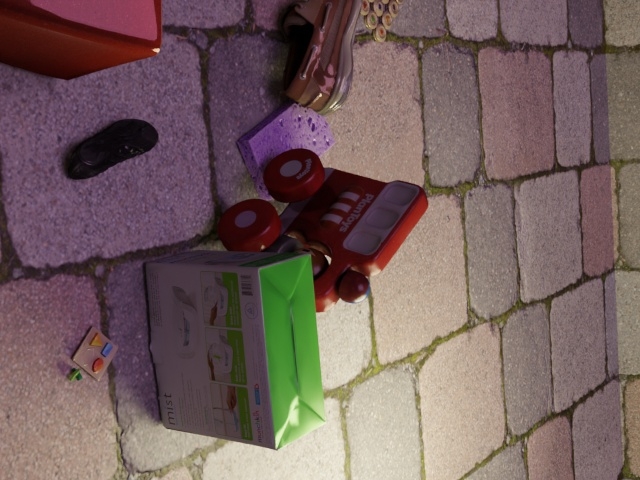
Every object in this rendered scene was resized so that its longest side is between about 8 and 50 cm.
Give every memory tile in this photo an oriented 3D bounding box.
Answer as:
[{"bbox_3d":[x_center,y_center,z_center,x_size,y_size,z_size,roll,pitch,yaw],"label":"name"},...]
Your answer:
[{"bbox_3d":[0.121,-0.479,1.889,0.113,0.012,0.148,51,52,-40],"label":"memory tile"}]

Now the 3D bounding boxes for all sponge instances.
[{"bbox_3d":[-0.056,-0.171,1.648,0.210,0.031,0.117,-46,125,-42],"label":"sponge"}]

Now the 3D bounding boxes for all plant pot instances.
[{"bbox_3d":[-0.354,-0.345,1.099,0.236,0.267,0.267,-1,91,-39],"label":"plant pot"}]

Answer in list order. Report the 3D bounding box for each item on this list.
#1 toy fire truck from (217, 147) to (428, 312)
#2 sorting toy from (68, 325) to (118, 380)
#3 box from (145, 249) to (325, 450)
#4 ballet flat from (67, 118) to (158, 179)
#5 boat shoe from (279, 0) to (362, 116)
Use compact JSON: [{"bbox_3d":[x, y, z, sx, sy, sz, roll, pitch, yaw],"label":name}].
[{"bbox_3d":[0.000,0.000,1.512,0.302,0.254,0.169,-52,139,-28],"label":"toy fire truck"},{"bbox_3d":[-0.320,0.170,1.326,0.062,0.012,0.083,53,51,-39],"label":"sorting toy"},{"bbox_3d":[-0.129,0.153,1.395,0.127,0.231,0.262,-15,102,-51],"label":"box"},{"bbox_3d":[-0.295,-0.133,1.343,0.057,0.049,0.173,55,38,0],"label":"ballet flat"},{"bbox_3d":[-0.005,-0.380,1.642,0.116,0.123,0.324,13,69,-27],"label":"boat shoe"}]
